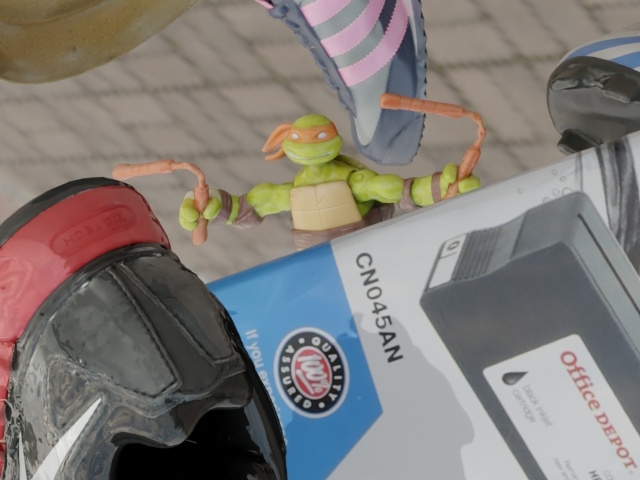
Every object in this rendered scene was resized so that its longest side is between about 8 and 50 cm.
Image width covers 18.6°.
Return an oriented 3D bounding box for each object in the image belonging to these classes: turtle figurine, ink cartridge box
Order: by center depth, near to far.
[{"bbox_3d":[0.159,0.102,1.011,0.395,0.285,0.166,-20,169,9],"label":"ink cartridge box"},{"bbox_3d":[0.000,0.000,1.382,0.269,0.087,0.217,-8,109,15],"label":"turtle figurine"}]

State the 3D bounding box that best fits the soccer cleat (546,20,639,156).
[{"bbox_3d":[0.318,-0.093,1.383,0.331,0.143,0.116,21,132,36],"label":"soccer cleat"}]

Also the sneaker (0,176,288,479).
[{"bbox_3d":[-0.078,0.110,0.781,0.135,0.097,0.276,41,143,30],"label":"sneaker"}]

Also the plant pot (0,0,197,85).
[{"bbox_3d":[-0.088,-0.174,0.942,0.032,0.236,0.236,45,161,16],"label":"plant pot"}]

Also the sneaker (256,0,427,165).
[{"bbox_3d":[0.002,-0.178,1.397,0.112,0.131,0.319,-114,13,-50],"label":"sneaker"}]
